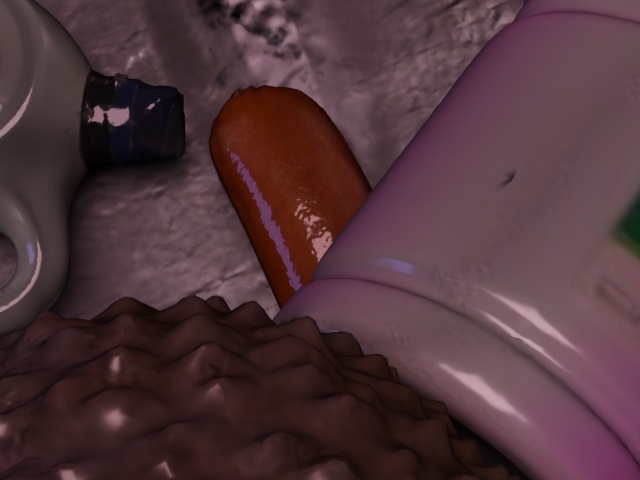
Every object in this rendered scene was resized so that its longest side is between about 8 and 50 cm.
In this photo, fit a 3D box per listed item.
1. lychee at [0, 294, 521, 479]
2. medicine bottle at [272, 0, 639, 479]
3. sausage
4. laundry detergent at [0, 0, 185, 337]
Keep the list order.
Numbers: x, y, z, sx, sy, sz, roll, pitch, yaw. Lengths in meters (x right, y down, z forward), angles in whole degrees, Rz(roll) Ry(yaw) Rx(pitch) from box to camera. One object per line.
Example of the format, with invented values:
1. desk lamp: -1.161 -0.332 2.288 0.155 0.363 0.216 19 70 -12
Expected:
1. lychee: -0.054 0.214 0.683 0.380 0.432 0.380 -18 60 35
2. medicine bottle: 0.142 -0.008 0.858 0.212 0.212 0.325 32 66 11
3. sausage: 0.000 0.000 0.966 0.076 0.076 0.197 -26 74 -3
4. laundry detergent: -0.217 -0.050 0.979 0.280 0.105 0.215 3 75 3
